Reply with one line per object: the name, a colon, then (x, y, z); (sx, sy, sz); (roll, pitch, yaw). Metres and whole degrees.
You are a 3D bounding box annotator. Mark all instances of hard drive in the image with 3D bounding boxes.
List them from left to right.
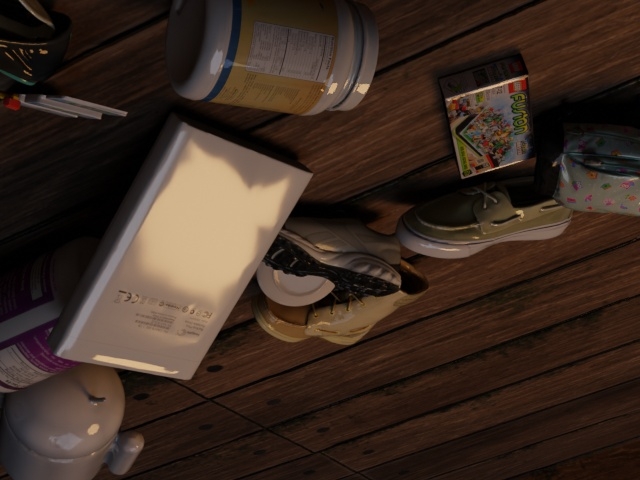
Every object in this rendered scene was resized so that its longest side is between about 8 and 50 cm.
hard drive: (-0.186, 0.020, 1.430); (0.233, 0.047, 0.353); (18, 109, -43)

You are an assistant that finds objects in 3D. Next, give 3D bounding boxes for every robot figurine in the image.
robot figurine: (-0.451, 0.310, 1.843); (0.299, 0.200, 0.353); (25, 143, -6)

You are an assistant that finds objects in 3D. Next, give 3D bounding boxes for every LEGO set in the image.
LEGO set: (-0.356, -0.148, 1.142); (0.244, 0.060, 0.182); (13, 180, -37)

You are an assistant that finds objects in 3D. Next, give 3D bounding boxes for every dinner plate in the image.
dinner plate: (-0.030, 0.044, 1.663); (0.141, 0.017, 0.141); (-7, 117, -14)

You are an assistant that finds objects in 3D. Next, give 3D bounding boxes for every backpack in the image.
backpack: (0.398, -0.105, 1.509); (0.181, 0.115, 0.152); (8, 157, 8)

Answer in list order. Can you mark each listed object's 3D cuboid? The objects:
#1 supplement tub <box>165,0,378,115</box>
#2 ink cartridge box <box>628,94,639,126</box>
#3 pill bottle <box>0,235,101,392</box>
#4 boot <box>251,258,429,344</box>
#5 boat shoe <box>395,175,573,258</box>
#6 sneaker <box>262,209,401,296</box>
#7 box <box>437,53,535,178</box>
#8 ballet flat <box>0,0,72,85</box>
supplement tub: (-0.053, -0.212, 1.149); (0.199, 0.144, 0.144); (4, 146, -28)
ink cartridge box: (0.555, -0.183, 1.541); (0.207, 0.046, 0.097); (-11, 152, -4)
pill bottle: (-0.426, 0.122, 1.560); (0.301, 0.169, 0.169); (-23, 149, 19)
boot: (0.035, 0.093, 1.764); (0.262, 0.095, 0.203); (15, 141, -42)
boat shoe: (0.255, -0.050, 1.621); (0.302, 0.109, 0.094); (-10, 136, -24)
sneaker: (0.000, 0.000, 1.603); (0.271, 0.108, 0.100); (19, 155, -20)
box: (0.230, -0.165, 1.454); (0.114, 0.036, 0.207); (-16, 150, 6)
ballet flat: (-0.362, -0.237, 1.052); (0.096, 0.095, 0.280); (-40, 152, 24)
